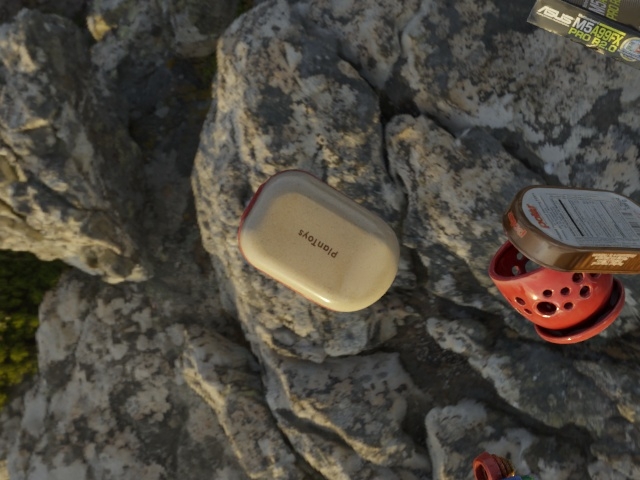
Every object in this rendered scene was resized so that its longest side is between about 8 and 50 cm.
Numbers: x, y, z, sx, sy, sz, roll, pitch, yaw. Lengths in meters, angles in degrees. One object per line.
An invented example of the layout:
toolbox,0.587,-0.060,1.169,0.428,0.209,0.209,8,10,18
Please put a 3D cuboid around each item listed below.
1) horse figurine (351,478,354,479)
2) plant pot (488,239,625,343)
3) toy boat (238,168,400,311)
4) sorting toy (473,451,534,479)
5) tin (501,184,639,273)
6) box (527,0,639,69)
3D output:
horse figurine,0.092,0.516,1.163,0.066,0.263,0.174,-48,64,2
plant pot,0.424,0.070,1.137,0.191,0.191,0.174,-34,106,17
toy boat,0.000,0.000,0.924,0.231,0.151,0.151,32,96,-8
sorting toy,0.212,0.281,0.717,0.042,0.061,0.102,-8,50,-17
tin,0.290,-0.015,0.703,0.106,0.189,0.040,-108,27,-45
box,0.512,-0.435,1.176,0.216,0.270,0.060,27,136,7
